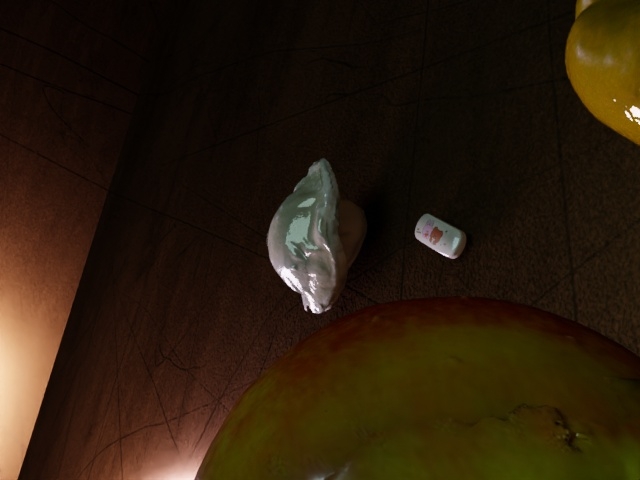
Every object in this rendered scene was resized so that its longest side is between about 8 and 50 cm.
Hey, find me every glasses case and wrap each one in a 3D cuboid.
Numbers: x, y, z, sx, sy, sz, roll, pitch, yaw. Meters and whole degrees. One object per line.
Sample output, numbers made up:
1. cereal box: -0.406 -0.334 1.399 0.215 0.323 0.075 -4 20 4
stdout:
1. glasses case: 0.129 -0.005 0.852 0.083 0.021 0.032 38 108 60

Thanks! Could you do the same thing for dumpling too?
1. dumpling: 0.000 0.000 0.984 0.136 0.119 0.198 -150 59 -63

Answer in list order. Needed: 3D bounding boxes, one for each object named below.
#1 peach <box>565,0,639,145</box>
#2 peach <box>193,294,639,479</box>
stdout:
1. peach: 0.287 -0.176 0.559 0.251 0.153 0.251 -32 45 38
2. peach: 0.089 0.204 0.492 0.370 0.370 0.369 -37 43 45
